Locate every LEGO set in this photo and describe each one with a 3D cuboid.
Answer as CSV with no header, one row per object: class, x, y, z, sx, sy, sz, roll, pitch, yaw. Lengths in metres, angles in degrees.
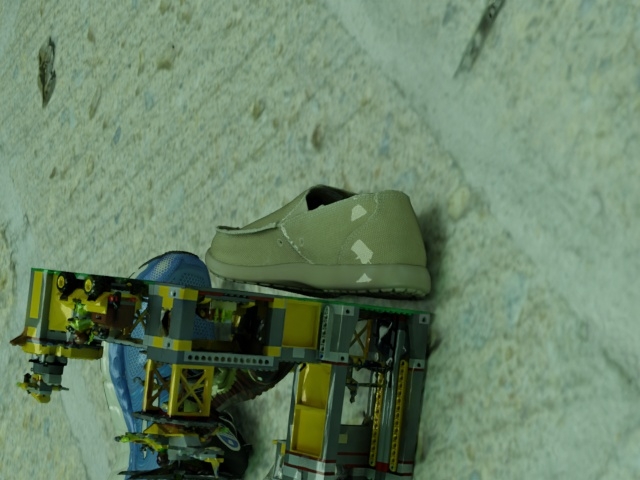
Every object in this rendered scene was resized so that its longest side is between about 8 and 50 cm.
LEGO set,-0.076,0.133,1.156,0.255,0.331,0.192,5,87,40

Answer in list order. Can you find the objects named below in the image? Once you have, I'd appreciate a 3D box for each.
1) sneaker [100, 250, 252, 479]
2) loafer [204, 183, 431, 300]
sneaker,-0.123,0.171,1.412,0.147,0.130,0.330,-11,74,44
loafer,0.000,0.000,1.254,0.268,0.102,0.092,3,83,51
